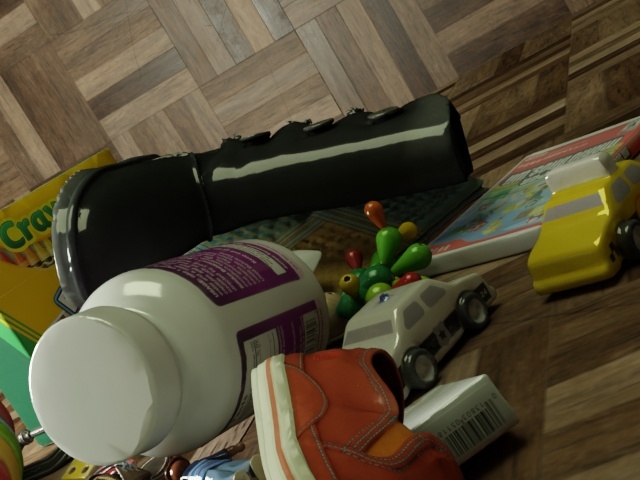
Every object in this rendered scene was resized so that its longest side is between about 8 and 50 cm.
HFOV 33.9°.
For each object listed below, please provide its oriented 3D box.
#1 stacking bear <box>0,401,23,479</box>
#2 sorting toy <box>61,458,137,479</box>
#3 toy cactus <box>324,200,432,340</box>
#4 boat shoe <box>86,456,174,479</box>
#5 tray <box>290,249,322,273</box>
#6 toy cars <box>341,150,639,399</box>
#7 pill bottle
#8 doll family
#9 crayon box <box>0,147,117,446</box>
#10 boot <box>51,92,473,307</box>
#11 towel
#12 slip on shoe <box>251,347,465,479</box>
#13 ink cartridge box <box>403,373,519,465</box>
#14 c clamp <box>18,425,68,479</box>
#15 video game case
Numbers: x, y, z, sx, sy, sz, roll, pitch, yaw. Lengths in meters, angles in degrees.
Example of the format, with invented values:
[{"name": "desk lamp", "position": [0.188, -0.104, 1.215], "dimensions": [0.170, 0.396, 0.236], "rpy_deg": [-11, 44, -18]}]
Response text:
[{"name": "stacking bear", "position": [-0.421, 0.282, 1.202], "dimensions": [0.164, 0.175, 0.289], "rpy_deg": [-40, 21, -9]}, {"name": "sorting toy", "position": [-0.188, 0.163, 1.170], "dimensions": [0.274, 0.046, 0.132], "rpy_deg": [-47, 27, -18]}, {"name": "toy cactus", "position": [0.037, 0.052, 1.130], "dimensions": [0.180, 0.112, 0.219], "rpy_deg": [-35, 16, 8]}, {"name": "boat shoe", "position": [-0.174, 0.232, 0.935], "dimensions": [0.066, 0.066, 0.183], "rpy_deg": [-27, 11, 19]}, {"name": "tray", "position": [-0.139, 0.065, 1.206], "dimensions": [0.270, 0.030, 0.145], "rpy_deg": [-12, 25, 22]}, {"name": "toy cars", "position": [0.159, 0.020, 0.940], "dimensions": [0.394, 0.087, 0.176], "rpy_deg": [-31, 10, -2]}, {"name": "pill bottle", "position": [-0.123, 0.100, 0.967], "dimensions": [0.169, 0.169, 0.301], "rpy_deg": [-26, -4, 25]}, {"name": "doll family", "position": [-0.121, 0.220, 0.813], "dimensions": [0.193, 0.076, 0.111], "rpy_deg": [-20, 1, -41]}, {"name": "crayon box", "position": [-0.364, 0.072, 1.566], "dimensions": [0.106, 0.313, 0.363], "rpy_deg": [-24, 12, 33]}, {"name": "boot", "position": [-0.049, -0.056, 1.233], "dimensions": [0.445, 0.146, 0.367], "rpy_deg": [-6, 20, 11]}, {"name": "towel", "position": [0.000, 0.000, 1.343], "dimensions": [0.271, 0.040, 0.370], "rpy_deg": [21, 48, 42]}, {"name": "slip on shoe", "position": [0.031, 0.144, 0.548], "dimensions": [0.101, 0.123, 0.331], "rpy_deg": [-17, 20, -3]}, {"name": "ink cartridge box", "position": [0.052, 0.160, 0.762], "dimensions": [0.145, 0.045, 0.179], "rpy_deg": [-34, -8, -12]}, {"name": "c clamp", "position": [-0.355, 0.259, 1.377], "dimensions": [0.161, 0.022, 0.137], "rpy_deg": [-29, 35, 23]}, {"name": "video game case", "position": [0.250, -0.053, 1.217], "dimensions": [0.285, 0.025, 0.204], "rpy_deg": [-39, 13, -38]}]
